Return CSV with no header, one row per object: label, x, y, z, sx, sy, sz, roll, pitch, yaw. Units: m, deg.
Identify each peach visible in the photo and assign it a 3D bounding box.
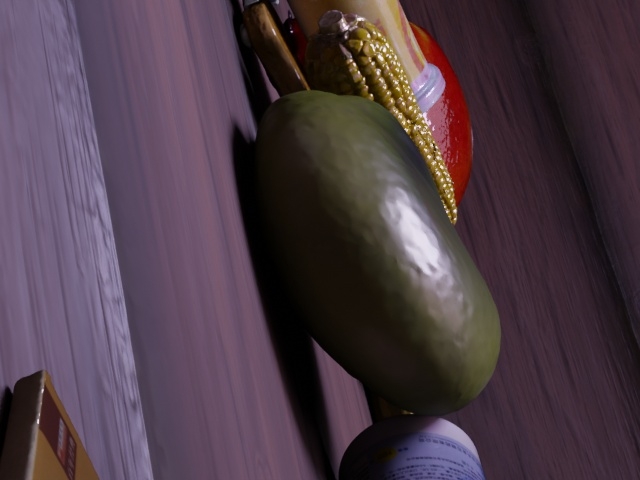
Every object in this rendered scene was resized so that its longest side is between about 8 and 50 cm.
peach,0.089,-0.132,1.684,0.257,0.201,0.361,66,10,-66

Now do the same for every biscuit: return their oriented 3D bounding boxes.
biscuit,-0.009,-0.104,1.201,0.240,0.035,0.158,63,9,-6

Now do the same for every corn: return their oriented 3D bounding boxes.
corn,0.053,-0.091,1.151,0.080,0.080,0.238,-99,163,-57

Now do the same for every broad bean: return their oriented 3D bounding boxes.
broad bean,0.034,-0.002,0.962,0.238,0.119,0.291,52,12,-39

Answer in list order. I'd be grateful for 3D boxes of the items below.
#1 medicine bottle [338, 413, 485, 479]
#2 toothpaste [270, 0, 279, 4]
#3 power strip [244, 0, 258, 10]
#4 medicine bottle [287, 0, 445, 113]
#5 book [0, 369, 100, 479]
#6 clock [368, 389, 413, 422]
medicine bottle,0.069,0.206,0.885,0.186,0.103,0.102,-97,170,-60
toothpaste,-0.063,-0.297,1.542,0.083,0.019,0.027,60,31,-57
power strip,-0.064,-0.232,1.304,0.083,0.017,0.027,-98,172,-57
medicine bottle,-0.019,-0.293,1.158,0.108,0.108,0.426,-98,163,-61
book,-0.044,0.132,0.327,0.118,0.012,0.172,-100,173,-59
clock,0.092,0.194,1.529,0.237,0.057,0.237,-15,90,-83
